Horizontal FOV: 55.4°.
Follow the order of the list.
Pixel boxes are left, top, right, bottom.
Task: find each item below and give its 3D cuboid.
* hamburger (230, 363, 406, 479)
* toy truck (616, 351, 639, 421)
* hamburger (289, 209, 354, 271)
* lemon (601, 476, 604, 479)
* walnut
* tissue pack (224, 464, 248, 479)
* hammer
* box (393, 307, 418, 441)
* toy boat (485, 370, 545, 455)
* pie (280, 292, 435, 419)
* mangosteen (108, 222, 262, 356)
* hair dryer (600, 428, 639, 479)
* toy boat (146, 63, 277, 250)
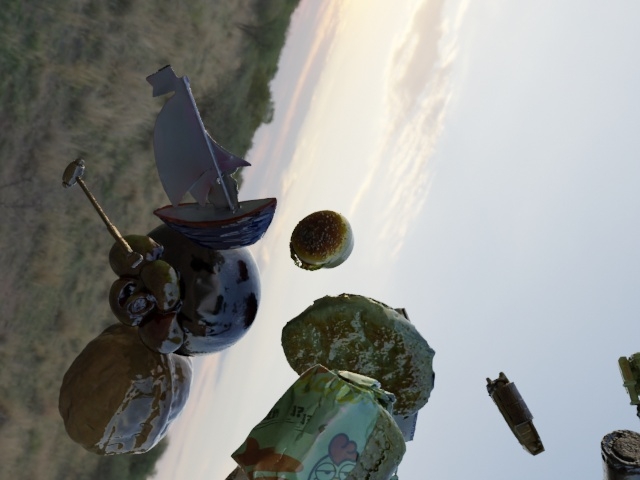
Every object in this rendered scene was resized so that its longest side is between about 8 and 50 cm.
[{"bbox_3d":[0.026,0.286,0.805,0.214,0.235,0.125,-40,-165,-1],"label":"hamburger"},{"bbox_3d":[0.690,0.313,1.283,0.077,0.100,0.168,70,13,-63],"label":"toy truck"},{"bbox_3d":[0.000,0.000,1.259,0.141,0.081,0.126,-26,-122,15],"label":"hamburger"},{"bbox_3d":[0.743,0.598,1.398,0.231,0.192,0.192,-37,158,-52],"label":"lemon"},{"bbox_3d":[-0.459,0.348,1.478,0.344,0.306,0.306,-50,-161,28],"label":"walnut"},{"bbox_3d":[-0.057,0.550,1.032,0.375,0.390,0.194,-29,138,-77],"label":"tissue pack"},{"bbox_3d":[-0.172,-0.021,0.476,0.123,0.014,0.029,47,-71,30],"label":"hammer"},{"bbox_3d":[0.191,0.348,1.570,0.198,0.084,0.310,-107,-165,-52],"label":"box"},{"bbox_3d":[0.516,0.455,1.611,0.088,0.068,0.225,100,-33,-63],"label":"toy boat"},{"bbox_3d":[0.087,0.254,1.382,0.078,0.372,0.296,-54,165,-54],"label":"pie"},{"bbox_3d":[-0.290,0.101,1.283,0.347,0.307,0.306,-5,121,-55],"label":"mangosteen"},{"bbox_3d":[0.610,0.413,1.026,0.089,0.252,0.197,-72,151,-65],"label":"hair dryer"},{"bbox_3d":[-0.216,-0.108,1.008,0.219,0.318,0.072,-28,-159,29],"label":"toy boat"}]
